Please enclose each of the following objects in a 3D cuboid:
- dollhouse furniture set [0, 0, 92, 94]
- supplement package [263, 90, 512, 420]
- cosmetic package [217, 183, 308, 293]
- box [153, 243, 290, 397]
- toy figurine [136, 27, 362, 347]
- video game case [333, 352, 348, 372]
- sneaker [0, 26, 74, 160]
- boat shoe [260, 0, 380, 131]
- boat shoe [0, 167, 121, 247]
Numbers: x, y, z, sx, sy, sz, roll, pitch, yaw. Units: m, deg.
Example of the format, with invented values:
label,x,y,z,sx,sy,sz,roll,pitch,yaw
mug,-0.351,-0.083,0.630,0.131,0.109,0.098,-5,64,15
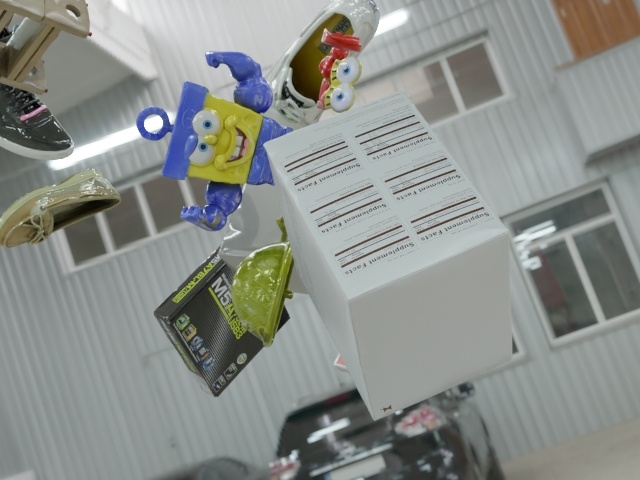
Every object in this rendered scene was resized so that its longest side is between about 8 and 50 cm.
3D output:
label,x,y,z,sx,sy,sz,roll,pitch,yaw
dollhouse furniture set,-0.388,-0.310,1.301,0.129,0.183,0.129,16,-43,-40
supplement package,0.064,0.013,0.937,0.149,0.203,0.194,-22,-40,-8
cosmetic package,0.000,0.000,1.326,0.238,0.127,0.107,6,-27,30
box,-0.145,0.114,1.549,0.045,0.190,0.184,24,59,41
toy figurine,-0.110,-0.084,1.156,0.217,0.362,0.191,14,6,-12
video game case,0.148,0.104,1.693,0.204,0.025,0.285,4,60,59
sneaker,-0.514,-0.256,1.656,0.104,0.296,0.147,-40,-16,-47
boat shoe,-0.037,-0.251,1.707,0.367,0.136,0.156,-48,3,32
boat shoe,-0.293,-0.030,1.130,0.153,0.048,0.056,-33,-23,-42
